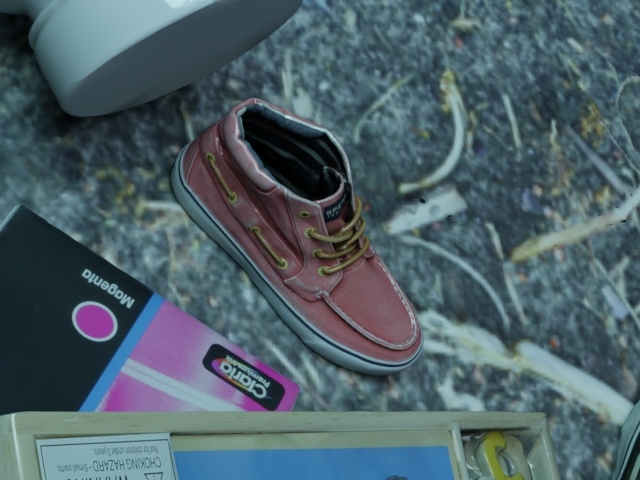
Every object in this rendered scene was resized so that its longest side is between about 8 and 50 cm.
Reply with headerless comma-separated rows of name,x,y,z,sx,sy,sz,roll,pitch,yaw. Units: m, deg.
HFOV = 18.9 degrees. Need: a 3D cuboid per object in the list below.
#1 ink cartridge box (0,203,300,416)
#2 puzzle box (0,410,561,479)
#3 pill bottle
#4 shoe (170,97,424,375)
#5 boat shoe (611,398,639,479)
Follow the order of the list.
ink cartridge box,-0.152,0.152,0.860,0.176,0.069,0.371,34,45,-5
puzzle box,0.008,0.215,0.885,0.409,0.052,0.272,6,69,-52
pill bottle,-0.145,-0.243,1.015,0.188,0.188,0.334,-23,82,-34
shoe,0.000,0.000,1.055,0.178,0.081,0.063,44,56,-6
boat shoe,0.204,0.155,1.107,0.078,0.070,0.219,39,56,-9
